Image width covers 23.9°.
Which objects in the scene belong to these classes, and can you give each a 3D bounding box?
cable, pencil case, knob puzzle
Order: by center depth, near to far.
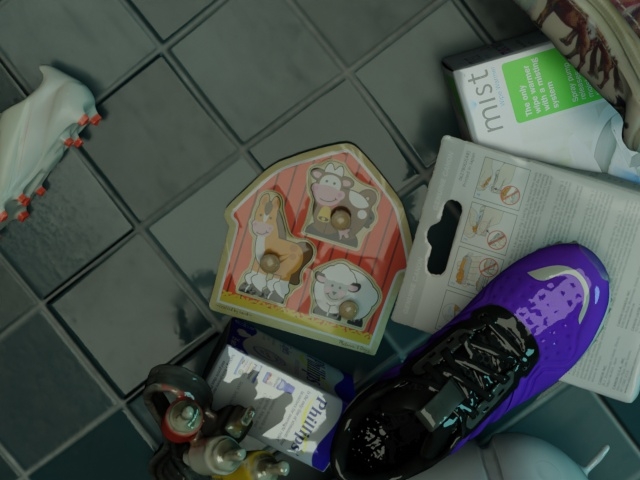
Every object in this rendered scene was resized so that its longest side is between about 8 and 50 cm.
[{"bbox_3d":[0.193,-0.262,1.236,0.410,0.184,0.160,52,135,14],"label":"pencil case"},{"bbox_3d":[-0.129,0.193,1.371,0.139,0.287,0.072,35,59,-8],"label":"cable"},{"bbox_3d":[0.000,0.000,1.452,0.213,0.030,0.213,0,100,1],"label":"knob puzzle"}]

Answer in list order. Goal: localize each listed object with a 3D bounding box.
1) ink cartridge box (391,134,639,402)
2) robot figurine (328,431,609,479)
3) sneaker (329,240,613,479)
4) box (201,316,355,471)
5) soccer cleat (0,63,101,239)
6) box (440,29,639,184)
[{"bbox_3d":[0.195,0.021,1.328,0.225,0.056,0.181,19,102,16],"label":"ink cartridge box"},{"bbox_3d":[0.118,0.297,1.420,0.354,0.200,0.299,-15,86,4],"label":"robot figurine"},{"bbox_3d":[0.120,0.119,1.260,0.293,0.146,0.102,-42,84,18],"label":"sneaker"},{"bbox_3d":[-0.041,0.143,1.431,0.137,0.126,0.072,27,98,-5],"label":"box"},{"bbox_3d":[-0.289,-0.077,1.428,0.076,0.068,0.196,41,98,9],"label":"soccer cleat"},{"bbox_3d":[0.256,-0.071,1.389,0.231,0.127,0.261,-16,101,2],"label":"box"}]
